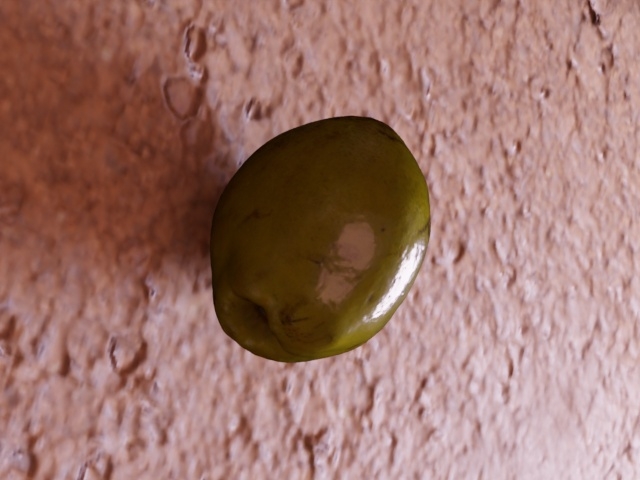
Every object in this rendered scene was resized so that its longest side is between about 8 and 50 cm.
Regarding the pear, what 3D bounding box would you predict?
[{"bbox_3d":[0.000,0.000,0.868,0.107,0.107,0.131,62,39,-28],"label":"pear"}]
